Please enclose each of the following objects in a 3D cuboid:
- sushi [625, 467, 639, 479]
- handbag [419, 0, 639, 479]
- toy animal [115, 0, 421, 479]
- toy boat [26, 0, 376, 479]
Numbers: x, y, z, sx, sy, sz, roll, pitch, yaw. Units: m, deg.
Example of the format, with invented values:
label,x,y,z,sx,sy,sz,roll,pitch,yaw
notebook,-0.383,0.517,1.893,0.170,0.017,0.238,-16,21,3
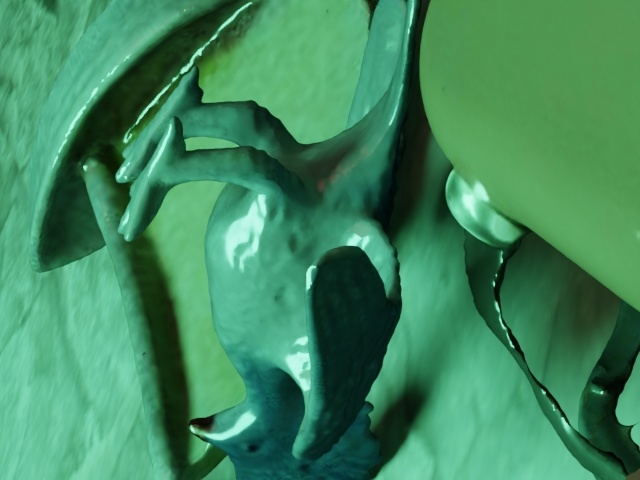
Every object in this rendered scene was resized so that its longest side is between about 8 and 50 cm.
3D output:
label,x,y,z,sx,sy,sz,roll,pitch,yaw
sushi,0.262,0.094,0.215,0.320,0.069,0.339,-42,58,22
handbag,0.148,-0.040,0.437,0.283,0.149,0.302,-66,31,14
toy animal,0.000,0.000,0.609,0.255,0.176,0.239,-47,22,28
toy boat,-0.051,-0.047,0.810,0.276,0.111,0.293,-57,44,9
